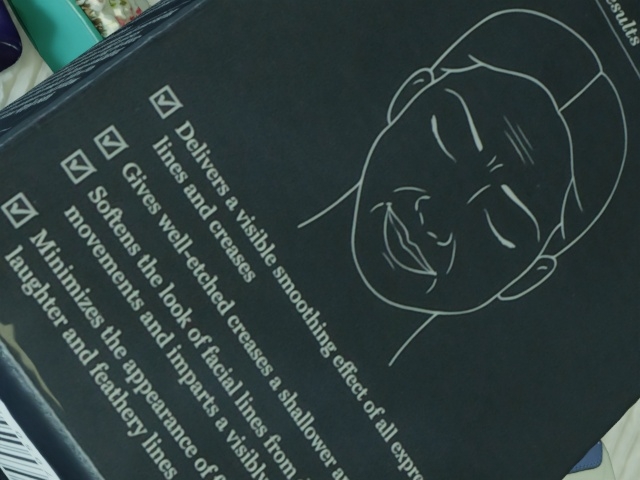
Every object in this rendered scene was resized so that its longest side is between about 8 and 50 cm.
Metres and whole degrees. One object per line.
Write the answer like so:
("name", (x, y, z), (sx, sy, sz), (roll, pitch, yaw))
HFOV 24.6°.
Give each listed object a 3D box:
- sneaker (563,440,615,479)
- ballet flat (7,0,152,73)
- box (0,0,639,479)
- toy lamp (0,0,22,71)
("sneaker", (0.063, 0.208, 0.910), (0.131, 0.112, 0.296), (44, 87, -9))
("ballet flat", (-0.104, -0.090, 0.892), (0.077, 0.091, 0.241), (-41, 104, -35))
("box", (0.000, 0.000, 0.766), (0.395, 0.212, 0.293), (-39, 105, -25))
("toy lamp", (-0.198, -0.037, 0.850), (0.080, 0.080, 0.274), (-11, 78, -8))
